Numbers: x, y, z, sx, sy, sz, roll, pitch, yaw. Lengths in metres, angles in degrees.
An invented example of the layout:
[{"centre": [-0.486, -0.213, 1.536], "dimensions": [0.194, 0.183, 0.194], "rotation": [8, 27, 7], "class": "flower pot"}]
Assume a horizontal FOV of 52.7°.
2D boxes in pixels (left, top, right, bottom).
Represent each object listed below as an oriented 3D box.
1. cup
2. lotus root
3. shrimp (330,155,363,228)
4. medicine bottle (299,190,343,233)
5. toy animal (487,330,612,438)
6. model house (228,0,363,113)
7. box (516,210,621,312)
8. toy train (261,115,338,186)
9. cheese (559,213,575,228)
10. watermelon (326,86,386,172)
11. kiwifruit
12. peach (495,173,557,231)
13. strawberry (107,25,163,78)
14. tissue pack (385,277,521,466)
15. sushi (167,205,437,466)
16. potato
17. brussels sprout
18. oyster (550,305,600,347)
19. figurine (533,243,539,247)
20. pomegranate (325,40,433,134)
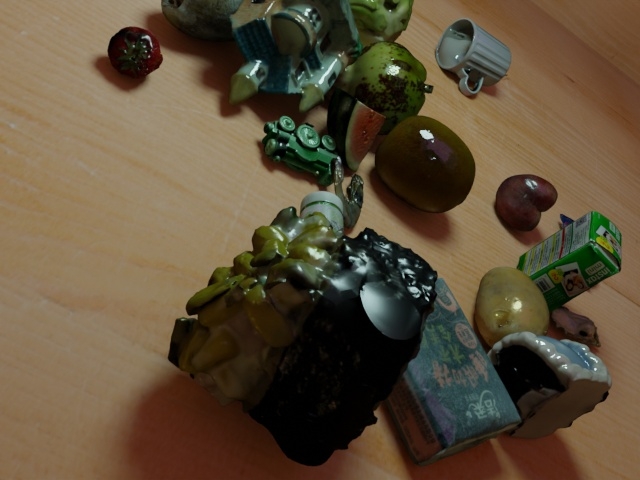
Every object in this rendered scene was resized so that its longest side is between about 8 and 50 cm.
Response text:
[{"centre": [0.495, -0.583, 2.116], "dimensions": [0.202, 0.221, 0.167], "rotation": [16, 12, -33], "class": "cup"}, {"centre": [-0.205, -0.511, 1.439], "dimensions": [0.322, 0.158, 0.140], "rotation": [-12, 73, -53], "class": "lotus root"}, {"centre": [0.055, -0.122, 1.343], "dimensions": [0.195, 0.035, 0.147], "rotation": [-76, 148, -50], "class": "shrimp"}, {"centre": [0.000, 0.000, 1.200], "dimensions": [0.086, 0.086, 0.183], "rotation": [24, 42, -21], "class": "medicine bottle"}, {"centre": [0.422, 0.263, 1.229], "dimensions": [0.204, 0.208, 0.156], "rotation": [11, 42, -30], "class": "toy animal"}, {"centre": [-0.077, -0.395, 1.369], "dimensions": [0.194, 0.267, 0.325], "rotation": [14, 59, 29], "class": "model house"}, {"centre": [0.569, 0.056, 1.494], "dimensions": [0.103, 0.250, 0.180], "rotation": [45, 38, -7], "class": "box"}, {"centre": [-0.041, -0.187, 1.351], "dimensions": [0.178, 0.071, 0.104], "rotation": [20, 55, -27], "class": "toy train"}, {"centre": [0.718, 0.016, 1.804], "dimensions": [0.155, 0.062, 0.244], "rotation": [27, 41, -16], "class": "cheese"}, {"centre": [0.053, -0.269, 1.432], "dimensions": [0.137, 0.193, 0.145], "rotation": [-32, 55, -29], "class": "watermelon"}, {"centre": [0.243, -0.169, 1.475], "dimensions": [0.234, 0.196, 0.196], "rotation": [45, 39, -3], "class": "kiwifruit"}, {"centre": [0.534, -0.107, 1.706], "dimensions": [0.152, 0.152, 0.152], "rotation": [23, 43, -23], "class": "peach"}, {"centre": [-0.350, -0.355, 1.229], "dimensions": [0.106, 0.106, 0.106], "rotation": [23, 43, -23], "class": "strawberry"}, {"centre": [0.198, 0.218, 1.156], "dimensions": [0.228, 0.103, 0.315], "rotation": [-2, 55, -39], "class": "tissue pack"}, {"centre": [-0.020, 0.106, 0.912], "dimensions": [0.285, 0.328, 0.328], "rotation": [32, 41, 3], "class": "sushi"}, {"centre": [0.414, 0.148, 1.382], "dimensions": [0.150, 0.146, 0.234], "rotation": [63, 30, -29], "class": "potato"}, {"centre": [0.108, -0.681, 1.792], "dimensions": [0.328, 0.247, 0.327], "rotation": [13, 63, -26], "class": "brussels sprout"}, {"centre": [0.616, 0.206, 1.560], "dimensions": [0.146, 0.045, 0.121], "rotation": [-4, 61, -33], "class": "oyster"}, {"centre": [0.558, 0.034, 1.660], "dimensions": [0.109, 0.064, 0.047], "rotation": [-11, 86, -60], "class": "figurine"}, {"centre": [0.122, -0.381, 1.552], "dimensions": [0.277, 0.204, 0.222], "rotation": [27, 43, -18], "class": "pomegranate"}]
